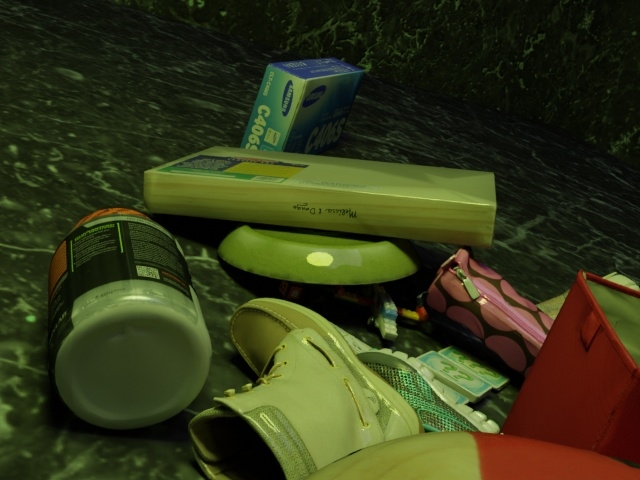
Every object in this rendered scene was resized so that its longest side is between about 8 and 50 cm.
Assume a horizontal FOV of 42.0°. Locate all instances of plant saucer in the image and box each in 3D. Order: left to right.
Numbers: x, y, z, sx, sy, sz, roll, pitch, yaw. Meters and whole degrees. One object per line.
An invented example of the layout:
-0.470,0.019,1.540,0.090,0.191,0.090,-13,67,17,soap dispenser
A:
0.000,0.000,0.982,0.241,0.037,0.241,3,14,-1,plant saucer

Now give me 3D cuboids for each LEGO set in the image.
0.078,0.089,0.893,0.244,0.060,0.182,29,18,27,LEGO set

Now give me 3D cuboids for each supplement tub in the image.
-0.158,0.052,0.668,0.117,0.116,0.190,12,22,-22,supplement tub

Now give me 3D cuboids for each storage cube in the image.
0.264,0.167,0.658,0.184,0.193,0.215,19,20,-2,storage cube

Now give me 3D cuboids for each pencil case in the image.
0.213,0.094,0.908,0.209,0.095,0.098,36,-19,16,pencil case

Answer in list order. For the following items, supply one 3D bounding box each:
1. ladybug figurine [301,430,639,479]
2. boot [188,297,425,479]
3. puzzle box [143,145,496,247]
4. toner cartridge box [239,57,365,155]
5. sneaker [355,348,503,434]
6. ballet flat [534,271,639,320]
0.168,0.228,0.423,0.450,0.161,0.305,21,21,-4,ladybug figurine
-0.041,0.121,0.660,0.165,0.077,0.213,-6,35,-48,boot
0.015,-0.064,1.062,0.409,0.052,0.272,6,14,10,puzzle box
-0.025,-0.234,1.495,0.075,0.165,0.348,24,20,12,toner cartridge box
0.078,0.151,0.719,0.167,0.064,0.076,30,25,30,sneaker
0.410,0.101,1.106,0.316,0.106,0.107,11,21,-22,ballet flat
